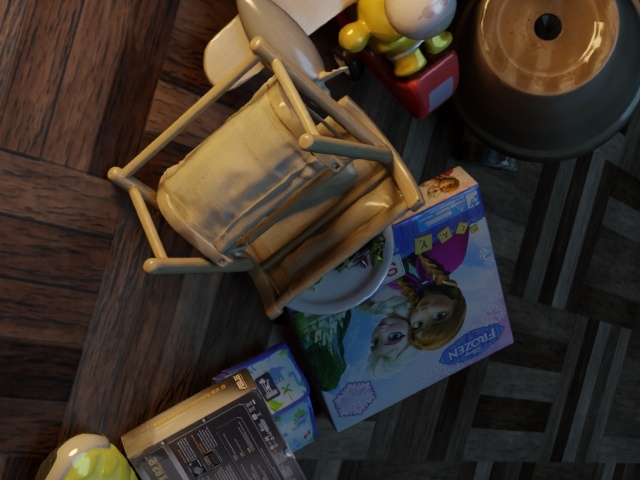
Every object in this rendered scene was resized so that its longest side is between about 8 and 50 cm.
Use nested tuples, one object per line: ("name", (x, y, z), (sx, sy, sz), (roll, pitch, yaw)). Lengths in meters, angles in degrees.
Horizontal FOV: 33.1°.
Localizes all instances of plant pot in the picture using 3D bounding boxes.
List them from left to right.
("plant pot", (0.333, -0.286, 1.574), (0.280, 0.323, 0.323), (7, 98, -80))

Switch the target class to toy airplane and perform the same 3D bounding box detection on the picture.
("toy airplane", (0.069, -0.341, 1.337), (0.384, 0.272, 0.386), (4, 113, -32))

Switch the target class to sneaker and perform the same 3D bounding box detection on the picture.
("sneaker", (-0.236, 0.399, 1.313), (0.145, 0.147, 0.385), (-34, 126, -38))

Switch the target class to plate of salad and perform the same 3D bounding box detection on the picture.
("plate of salad", (0.000, 0.000, 1.445), (0.200, 0.200, 0.048), (-62, 173, -16))

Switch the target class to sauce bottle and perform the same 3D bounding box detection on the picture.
("sauce bottle", (0.320, -0.289, 1.801), (0.111, 0.111, 0.344), (5, 99, -52))

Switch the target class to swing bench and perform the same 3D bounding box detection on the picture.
("swing bench", (-0.060, -0.061, 1.271), (0.253, 0.165, 0.254), (-38, 147, 20))

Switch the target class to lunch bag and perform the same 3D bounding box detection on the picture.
("lunch bag", (-0.083, 0.232, 1.495), (0.129, 0.096, 0.151), (-25, 111, -39))

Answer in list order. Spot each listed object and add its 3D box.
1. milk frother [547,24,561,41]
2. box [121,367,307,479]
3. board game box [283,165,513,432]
("milk frother", (0.408, -0.338, 1.916), (0.143, 0.129, 0.135), (48, 22, -17))
("box", (-0.124, 0.304, 1.401), (0.183, 0.056, 0.231), (-29, 118, -6))
("board game box", (0.112, 0.093, 1.592), (0.318, 0.066, 0.318), (-26, 127, -8))
